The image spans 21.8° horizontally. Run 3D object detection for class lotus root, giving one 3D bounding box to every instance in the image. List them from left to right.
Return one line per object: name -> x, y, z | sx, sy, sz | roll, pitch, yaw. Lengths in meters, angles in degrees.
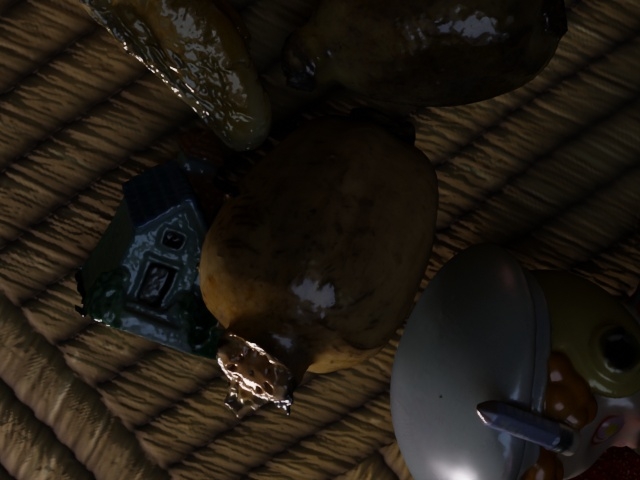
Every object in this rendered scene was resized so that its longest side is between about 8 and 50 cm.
lotus root -> 0.000, 0.000, 1.187 | 0.154, 0.256, 0.140 | 24, 146, 1
lotus root -> 0.074, -0.159, 1.178 | 0.214, 0.138, 0.138 | -12, 119, -2

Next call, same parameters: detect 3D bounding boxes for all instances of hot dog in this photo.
hot dog -> -0.112, -0.162, 1.169 | 0.073, 0.084, 0.242 | -41, 115, 14

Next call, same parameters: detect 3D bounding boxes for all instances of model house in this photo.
model house -> -0.093, -0.003, 1.247 | 0.148, 0.119, 0.148 | 19, 105, -19

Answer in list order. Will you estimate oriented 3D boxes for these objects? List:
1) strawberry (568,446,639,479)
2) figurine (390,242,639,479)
strawberry -> 0.203, 0.223, 1.419 | 0.131, 0.148, 0.131 | 21, 132, 26
figurine -> 0.221, 0.066, 1.321 | 0.382, 0.224, 0.205 | -27, 77, -22
